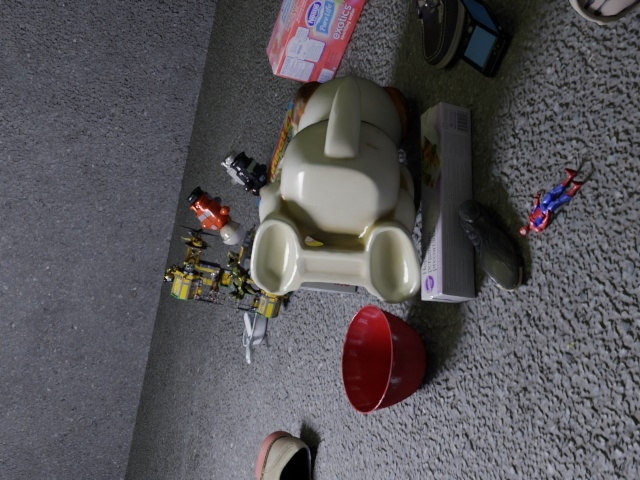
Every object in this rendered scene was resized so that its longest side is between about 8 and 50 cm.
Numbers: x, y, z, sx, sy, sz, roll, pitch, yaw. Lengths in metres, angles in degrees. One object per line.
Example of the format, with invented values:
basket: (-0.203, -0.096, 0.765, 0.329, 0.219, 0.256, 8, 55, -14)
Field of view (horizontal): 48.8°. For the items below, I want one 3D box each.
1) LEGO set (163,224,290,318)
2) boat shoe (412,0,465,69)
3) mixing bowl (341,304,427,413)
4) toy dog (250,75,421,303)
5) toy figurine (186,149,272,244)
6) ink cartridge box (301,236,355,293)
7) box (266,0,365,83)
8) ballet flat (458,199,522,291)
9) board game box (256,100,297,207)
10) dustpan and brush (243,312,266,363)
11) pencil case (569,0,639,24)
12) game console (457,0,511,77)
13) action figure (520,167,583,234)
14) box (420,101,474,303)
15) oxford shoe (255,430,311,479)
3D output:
LEGO set: (-0.227, 0.053, 1.825, 0.255, 0.331, 0.192, -92, 18, -77)
boat shoe: (0.199, -0.448, 1.253, 0.103, 0.092, 0.285, 171, 106, -65)
mixing bowl: (0.118, 0.205, 1.207, 0.181, 0.098, 0.182, -171, 90, -66)
toy dog: (0.029, -0.142, 1.261, 0.408, 0.284, 0.396, -79, -19, -53)
toy figurine: (-0.211, -0.105, 1.730, 0.213, 0.148, 0.209, -48, 18, -5)
ink cartridge box: (0.000, 0.000, 1.477, 0.093, 0.154, 0.213, 1, 82, 65)
box: (-0.008, -0.540, 1.685, 0.142, 0.154, 0.300, -109, 35, -47)
ballet flat: (0.257, 0.005, 1.046, 0.057, 0.049, 0.173, -36, 48, 20)
board game box: (-0.045, -0.137, 1.714, 0.302, 0.086, 0.308, -117, 41, -53)
dustpan and brush: (-0.186, 0.255, 1.932, 0.211, 0.060, 0.147, -109, 35, -47)
pencil case: (0.332, -0.469, 0.868, 0.183, 0.159, 0.410, 117, 152, -52)
game console: (0.245, -0.337, 1.137, 0.122, 0.071, 0.107, -117, 42, -54)
action figure: (0.306, -0.047, 0.954, 0.115, 0.030, 0.038, 118, 145, -42)
box: (0.204, -0.063, 1.144, 0.063, 0.067, 0.324, 152, 123, -63)
oxford shoe: (-0.089, 0.598, 1.524, 0.130, 0.123, 0.348, -9, 75, 60)
